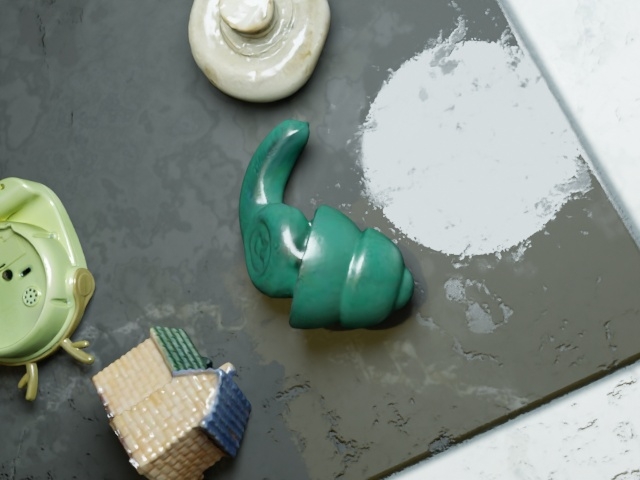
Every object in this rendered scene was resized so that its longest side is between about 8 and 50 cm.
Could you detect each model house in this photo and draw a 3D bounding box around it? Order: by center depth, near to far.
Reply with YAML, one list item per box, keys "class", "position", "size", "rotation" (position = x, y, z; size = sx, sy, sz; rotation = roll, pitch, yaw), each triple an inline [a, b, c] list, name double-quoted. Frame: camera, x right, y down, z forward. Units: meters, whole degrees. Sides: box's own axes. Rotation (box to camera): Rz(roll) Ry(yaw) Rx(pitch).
- class: "model house"
  position: [-0.189, 0.218, 1.156]
  size: [0.172, 0.166, 0.183]
  rotation: [-38, 58, -6]

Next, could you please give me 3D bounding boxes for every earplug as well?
- class: "earplug"
  position: [0.001, 0.000, 1.137]
  size: [0.280, 0.164, 0.257]
  rotation: [22, 53, 7]

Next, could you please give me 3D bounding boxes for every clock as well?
- class: "clock"
  position: [-0.458, 0.079, 1.275]
  size: [0.235, 0.096, 0.308]
  rotation: [-33, 76, 10]

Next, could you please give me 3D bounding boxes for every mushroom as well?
- class: "mushroom"
  position: [-0.096, -0.290, 1.165]
  size: [0.206, 0.209, 0.206]
  rotation: [10, 110, 30]
